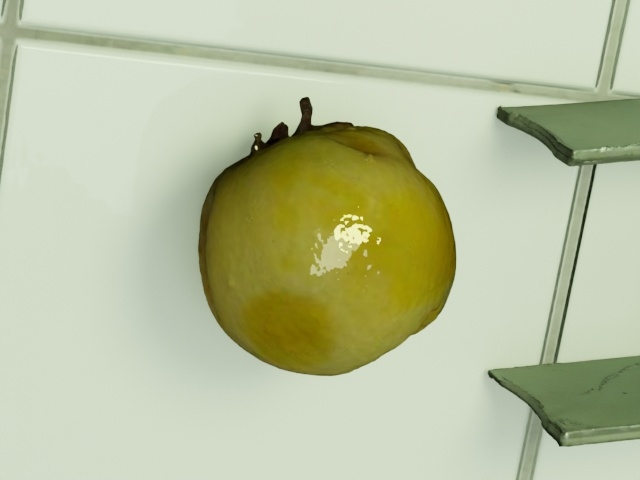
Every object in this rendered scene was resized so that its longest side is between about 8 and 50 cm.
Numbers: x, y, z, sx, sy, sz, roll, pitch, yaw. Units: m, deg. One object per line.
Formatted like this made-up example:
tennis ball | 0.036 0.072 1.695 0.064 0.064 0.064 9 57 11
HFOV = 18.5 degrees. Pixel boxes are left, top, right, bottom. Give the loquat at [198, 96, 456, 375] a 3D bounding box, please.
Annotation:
loquat | -0.003 0.002 1.500 0.213 0.213 0.213 -5 108 -16

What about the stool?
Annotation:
stool | 0.292 0.016 1.617 0.269 0.170 0.243 -4 107 -16
